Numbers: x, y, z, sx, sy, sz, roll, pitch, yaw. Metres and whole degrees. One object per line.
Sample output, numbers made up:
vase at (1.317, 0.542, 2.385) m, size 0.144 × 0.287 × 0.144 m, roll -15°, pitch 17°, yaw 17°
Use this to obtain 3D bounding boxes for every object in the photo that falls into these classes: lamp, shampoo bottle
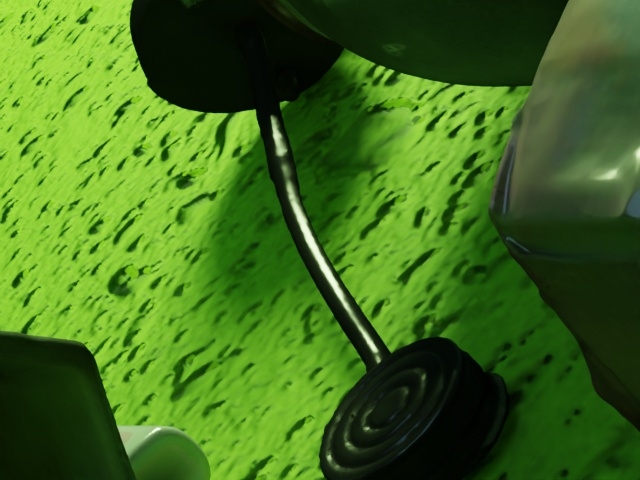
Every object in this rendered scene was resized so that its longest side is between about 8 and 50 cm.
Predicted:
lamp at (-0.023, -0.026, 0.806) m, size 0.130 × 0.108 × 0.371 m, roll -34°, pitch 28°, yaw 17°
shampoo bottle at (-0.095, 0.105, 0.788) m, size 0.099 × 0.043 × 0.072 m, roll -2°, pitch 48°, yaw 54°

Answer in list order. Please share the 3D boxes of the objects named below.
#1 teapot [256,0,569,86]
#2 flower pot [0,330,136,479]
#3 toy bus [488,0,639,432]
teapot at (0.114, -0.182, 0.761) m, size 0.315 × 0.233 × 0.312 m, roll -25°, pitch 7°, yaw -40°
flower pot at (-0.186, 0.135, 0.677) m, size 0.189 × 0.209 × 0.239 m, roll -9°, pitch 44°, yaw 53°
toy bus at (0.217, -0.009, 0.404) m, size 0.386 × 0.171 × 0.162 m, roll 2°, pitch 56°, yaw 53°
